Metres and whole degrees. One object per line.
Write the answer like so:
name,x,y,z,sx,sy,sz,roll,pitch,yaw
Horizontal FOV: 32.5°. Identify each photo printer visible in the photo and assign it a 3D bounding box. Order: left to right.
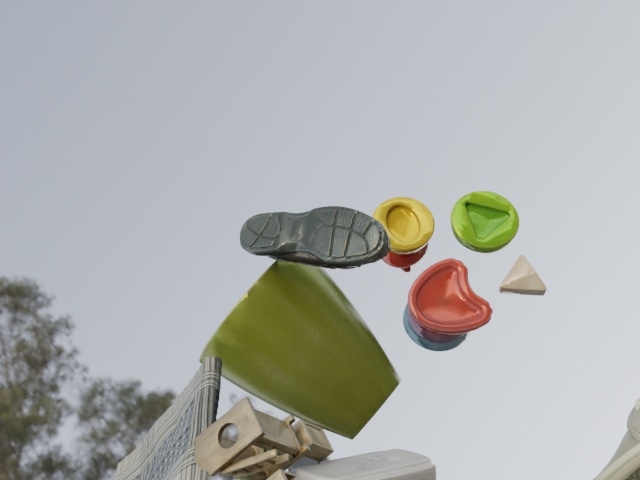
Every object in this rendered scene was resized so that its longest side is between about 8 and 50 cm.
photo printer,0.045,0.455,1.509,0.256,0.107,0.307,5,-87,-51

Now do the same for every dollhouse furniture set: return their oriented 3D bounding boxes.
dollhouse furniture set,-0.051,0.312,1.404,0.101,0.161,0.182,-40,-38,13

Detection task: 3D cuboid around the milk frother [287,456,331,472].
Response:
milk frother,0.021,0.475,2.098,0.134,0.143,0.129,57,-142,-28

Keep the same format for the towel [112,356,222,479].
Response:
towel,-0.254,0.362,1.643,0.056,0.312,0.324,30,-63,-18

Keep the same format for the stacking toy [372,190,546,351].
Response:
stacking toy,0.259,0.057,2.105,0.279,0.309,0.130,-13,-30,-9

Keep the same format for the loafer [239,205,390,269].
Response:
loafer,0.000,0.000,1.772,0.084,0.267,0.096,40,-120,-55

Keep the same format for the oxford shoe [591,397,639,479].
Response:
oxford shoe,0.536,0.237,1.591,0.169,0.130,0.449,15,-59,-40

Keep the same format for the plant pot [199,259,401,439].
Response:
plant pot,-0.012,0.201,1.927,0.275,0.293,0.275,-50,-6,-7
